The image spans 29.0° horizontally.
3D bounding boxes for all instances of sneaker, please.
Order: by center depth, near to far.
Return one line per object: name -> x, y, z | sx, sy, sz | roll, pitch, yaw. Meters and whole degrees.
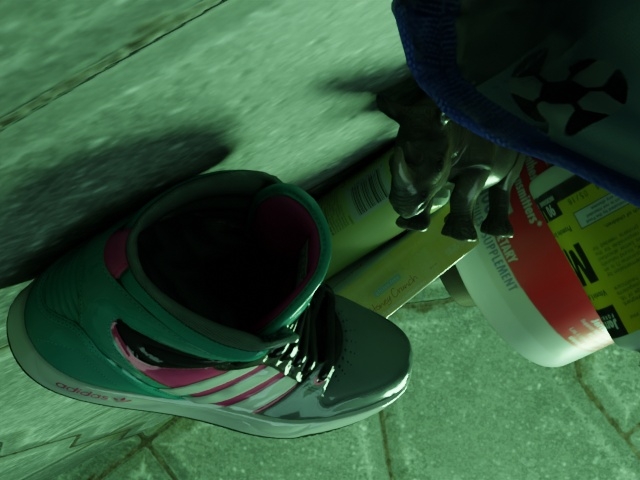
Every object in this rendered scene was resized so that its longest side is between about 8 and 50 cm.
sneaker -> -0.027, 0.040, 0.788 | 0.296, 0.123, 0.178 | 9, 151, -33

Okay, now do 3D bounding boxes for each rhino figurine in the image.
rhino figurine -> 0.086, -0.056, 0.841 | 0.073, 0.106, 0.243 | 10, -175, 22

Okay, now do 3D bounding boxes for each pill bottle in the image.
pill bottle -> 0.269, 0.016, 1.012 | 0.119, 0.208, 0.119 | -28, 174, -3
pill bottle -> 0.335, -0.062, 1.163 | 0.408, 0.229, 0.229 | -31, 172, 26

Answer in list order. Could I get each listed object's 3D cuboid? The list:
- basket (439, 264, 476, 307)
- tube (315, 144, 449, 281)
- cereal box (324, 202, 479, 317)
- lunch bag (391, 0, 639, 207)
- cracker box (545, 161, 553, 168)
basket -> 0.254, -0.012, 1.456 | 0.227, 0.204, 0.154 | -21, -173, 25
tube -> 0.000, 0.000, 1.025 | 0.240, 0.062, 0.070 | -34, 177, 33
cereal box -> 0.027, 0.034, 1.093 | 0.173, 0.047, 0.240 | -39, -171, -8
lunch bag -> 0.259, -0.123, 0.408 | 0.385, 0.239, 0.328 | -3, -167, 43
cracker box -> 0.235, -0.135, 0.929 | 0.156, 0.067, 0.232 | -29, 174, 1
